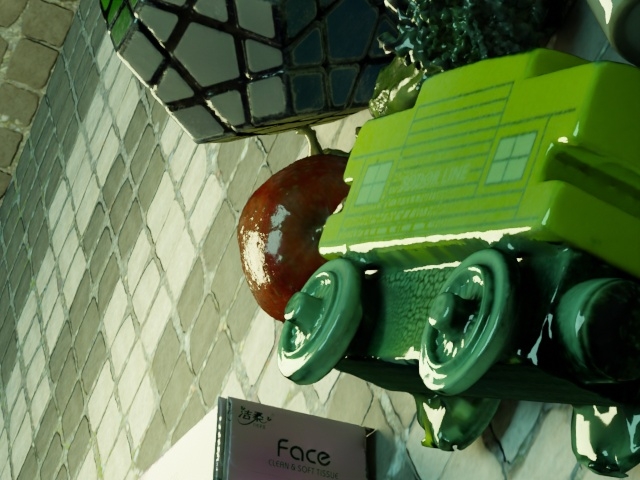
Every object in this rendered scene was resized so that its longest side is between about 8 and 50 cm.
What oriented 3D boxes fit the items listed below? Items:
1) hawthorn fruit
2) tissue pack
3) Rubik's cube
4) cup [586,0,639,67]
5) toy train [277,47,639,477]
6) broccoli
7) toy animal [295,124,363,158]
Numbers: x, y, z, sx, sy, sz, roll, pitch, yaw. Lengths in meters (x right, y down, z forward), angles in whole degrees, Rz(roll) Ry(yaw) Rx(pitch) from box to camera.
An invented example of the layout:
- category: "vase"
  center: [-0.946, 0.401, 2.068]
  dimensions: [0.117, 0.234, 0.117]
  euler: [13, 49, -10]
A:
- category: "hawthorn fruit"
  center: [0.000, 0.000, 1.544]
  dimensions: [0.203, 0.163, 0.162]
  euler: [10, -83, -86]
- category: "tissue pack"
  center: [-0.073, 0.235, 1.593]
  dimensions: [0.246, 0.149, 0.092]
  euler: [-44, 38, 51]
- category: "Rubik's cube"
  center: [-0.062, -0.240, 1.748]
  dimensions: [0.264, 0.319, 0.319]
  euler: [25, 98, 41]
- category: "cup"
  center: [0.235, -0.221, 1.187]
  dimensions: [0.258, 0.186, 0.234]
  euler: [89, 177, -63]
- category: "toy train"
  center: [0.126, 0.007, 1.262]
  dimensions: [0.442, 0.179, 0.272]
  euler: [-6, 61, 67]
- category: "broccoli"
  center: [0.100, -0.159, 1.507]
  dimensions: [0.304, 0.146, 0.165]
  euler: [131, 157, -71]
- category: "toy animal"
  center: [0.023, -0.076, 1.701]
  dimensions: [0.220, 0.069, 0.086]
  euler: [166, 96, -71]
